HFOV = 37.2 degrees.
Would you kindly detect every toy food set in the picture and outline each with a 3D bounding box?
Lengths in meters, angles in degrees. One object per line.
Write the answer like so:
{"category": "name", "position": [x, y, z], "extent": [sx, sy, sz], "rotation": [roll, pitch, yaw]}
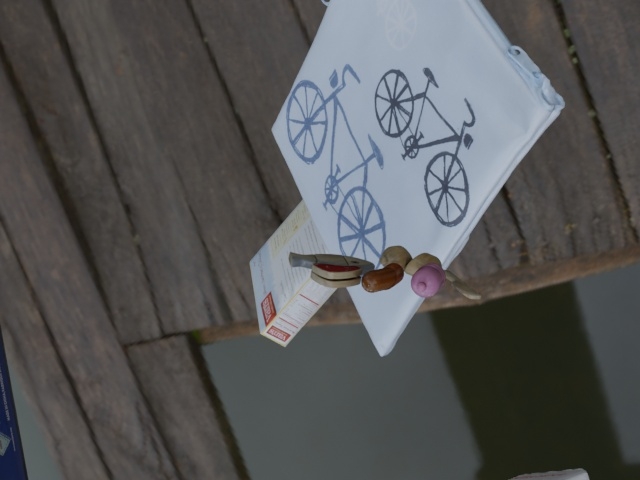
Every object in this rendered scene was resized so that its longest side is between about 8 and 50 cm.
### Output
{"category": "toy food set", "position": [0.045, 0.019, 0.647], "extent": [0.078, 0.122, 0.019], "rotation": [-135, 51, -66]}

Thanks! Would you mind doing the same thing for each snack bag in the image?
{"category": "snack bag", "position": [0.066, -0.116, 0.897], "extent": [0.323, 0.037, 0.342], "rotation": [65, 144, 33]}

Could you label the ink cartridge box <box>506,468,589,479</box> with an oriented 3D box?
{"category": "ink cartridge box", "position": [0.210, 0.355, 1.160], "extent": [0.160, 0.219, 0.093], "rotation": [-37, 67, 64]}

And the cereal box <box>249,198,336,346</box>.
{"category": "cereal box", "position": [0.000, 0.000, 1.234], "extent": [0.047, 0.173, 0.240], "rotation": [31, 113, -25]}

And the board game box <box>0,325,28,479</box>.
{"category": "board game box", "position": [-0.269, 0.073, 0.566], "extent": [0.194, 0.060, 0.194], "rotation": [-2, 99, 35]}
